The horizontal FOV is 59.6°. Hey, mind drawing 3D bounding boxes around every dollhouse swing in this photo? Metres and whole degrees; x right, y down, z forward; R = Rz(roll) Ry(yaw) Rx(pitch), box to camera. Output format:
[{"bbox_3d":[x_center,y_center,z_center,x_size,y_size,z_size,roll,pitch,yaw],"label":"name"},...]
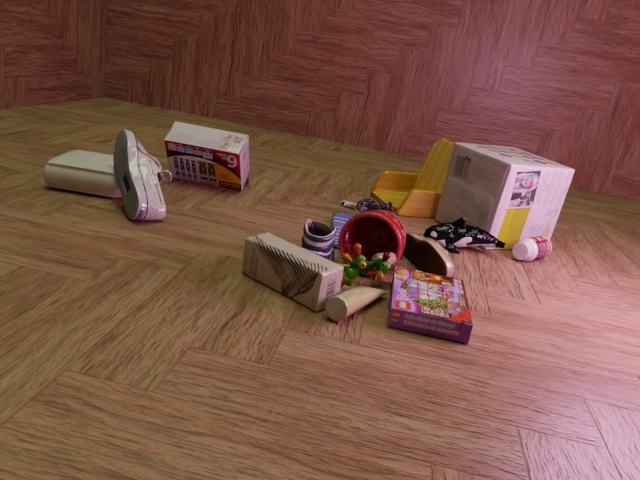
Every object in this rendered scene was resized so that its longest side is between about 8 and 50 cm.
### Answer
[{"bbox_3d":[0.431,-0.296,2.467,0.315,0.305,0.347,4,21,-17],"label":"dollhouse swing"}]

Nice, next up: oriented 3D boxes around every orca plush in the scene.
[{"bbox_3d":[0.517,-0.028,2.003,0.287,0.102,0.151,15,39,23],"label":"orca plush"}]

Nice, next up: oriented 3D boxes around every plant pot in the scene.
[{"bbox_3d":[0.168,-0.002,1.693,0.191,0.191,0.174,16,15,17],"label":"plant pot"}]

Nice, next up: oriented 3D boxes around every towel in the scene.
[{"bbox_3d":[0.160,-0.028,1.982,0.243,0.040,0.336,8,20,-2],"label":"towel"}]

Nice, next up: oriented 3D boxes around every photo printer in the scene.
[{"bbox_3d":[-0.785,-0.241,2.016,0.307,0.107,0.256,10,20,0],"label":"photo printer"}]

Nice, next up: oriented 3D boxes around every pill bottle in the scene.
[{"bbox_3d":[0.769,0.030,2.038,0.152,0.086,0.086,-8,26,-40],"label":"pill bottle"}]

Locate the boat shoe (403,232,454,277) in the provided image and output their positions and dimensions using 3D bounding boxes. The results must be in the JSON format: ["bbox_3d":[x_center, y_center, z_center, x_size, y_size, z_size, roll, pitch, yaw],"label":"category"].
[{"bbox_3d":[0.357,0.048,1.769,0.098,0.109,0.302,3,15,-15],"label":"boat shoe"}]

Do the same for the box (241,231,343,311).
[{"bbox_3d":[-0.078,0.077,1.467,0.275,0.113,0.094,22,24,34],"label":"box"}]

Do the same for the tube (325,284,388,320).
[{"bbox_3d":[0.092,0.149,1.435,0.070,0.062,0.240,51,26,11],"label":"tube"}]

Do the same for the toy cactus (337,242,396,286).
[{"bbox_3d":[0.130,0.060,1.539,0.180,0.112,0.219,-15,-5,-38],"label":"toy cactus"}]

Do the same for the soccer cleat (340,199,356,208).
[{"bbox_3d":[0.117,-0.148,2.313,0.035,0.029,0.083,-17,29,-36],"label":"soccer cleat"}]

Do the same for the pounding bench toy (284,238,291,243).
[{"bbox_3d":[-0.112,0.035,1.632,0.052,0.065,0.083,16,20,19],"label":"pounding bench toy"}]

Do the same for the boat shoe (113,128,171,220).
[{"bbox_3d":[-0.580,-0.216,1.867,0.156,0.136,0.367,7,46,-43],"label":"boat shoe"}]

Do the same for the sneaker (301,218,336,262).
[{"bbox_3d":[0.000,0.000,1.651,0.099,0.153,0.282,12,20,5],"label":"sneaker"}]

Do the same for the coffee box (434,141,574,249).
[{"bbox_3d":[0.718,-0.179,2.218,0.334,0.338,0.337,0,23,-26],"label":"coffee box"}]

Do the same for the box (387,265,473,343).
[{"bbox_3d":[0.286,0.161,1.482,0.201,0.057,0.293,11,20,5],"label":"box"}]

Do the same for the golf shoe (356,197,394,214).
[{"bbox_3d":[0.198,-0.116,2.199,0.198,0.077,0.094,8,-15,-42],"label":"golf shoe"}]

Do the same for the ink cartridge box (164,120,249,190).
[{"bbox_3d":[-0.454,-0.319,2.292,0.309,0.272,0.130,11,50,5],"label":"ink cartridge box"}]
